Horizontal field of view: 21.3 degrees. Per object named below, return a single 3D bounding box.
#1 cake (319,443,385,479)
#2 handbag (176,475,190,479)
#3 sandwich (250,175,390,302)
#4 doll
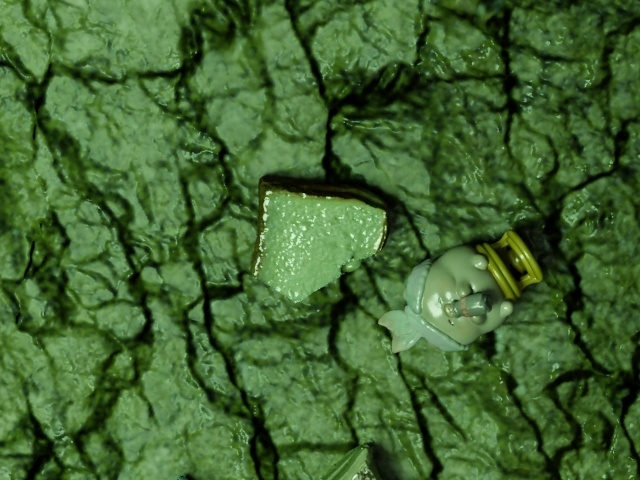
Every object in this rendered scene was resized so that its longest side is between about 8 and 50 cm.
[{"bbox_3d":[0.051,0.232,1.347,0.055,0.051,0.140,-31,103,6],"label":"cake"},{"bbox_3d":[-0.122,0.314,1.363,0.179,0.062,0.229,36,102,-9],"label":"handbag"},{"bbox_3d":[0.000,0.000,1.285,0.105,0.036,0.093,2,105,-4],"label":"sandwich"},{"bbox_3d":[0.105,0.046,1.278,0.127,0.084,0.073,-33,104,0],"label":"doll"}]
